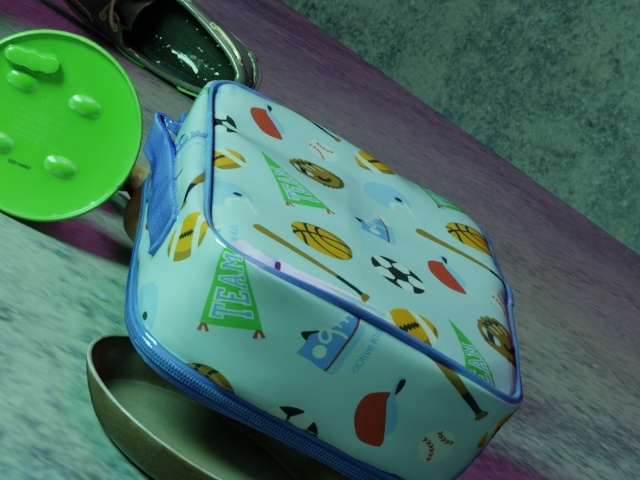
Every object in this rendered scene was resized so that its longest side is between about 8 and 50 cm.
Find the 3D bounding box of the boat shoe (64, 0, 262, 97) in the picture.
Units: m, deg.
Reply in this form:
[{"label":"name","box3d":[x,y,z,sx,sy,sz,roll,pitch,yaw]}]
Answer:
[{"label":"boat shoe","box3d":[-0.204,-0.266,1.949,0.305,0.109,0.091,36,6,3]}]

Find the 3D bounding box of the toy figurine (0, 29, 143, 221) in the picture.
[{"label":"toy figurine","box3d":[-0.218,-0.091,1.178,0.173,0.130,0.159,21,1,-11]}]

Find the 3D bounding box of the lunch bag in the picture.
[{"label":"lunch bag","box3d":[-0.007,0.019,1.007,0.243,0.115,0.303,27,19,-15]}]

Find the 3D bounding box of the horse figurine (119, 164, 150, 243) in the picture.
[{"label":"horse figurine","box3d":[-0.087,0.000,1.209,0.174,0.066,0.263,38,8,-3]}]

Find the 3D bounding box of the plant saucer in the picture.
[{"label":"plant saucer","box3d":[-0.059,0.109,0.894,0.168,0.029,0.168,30,12,-7]}]
